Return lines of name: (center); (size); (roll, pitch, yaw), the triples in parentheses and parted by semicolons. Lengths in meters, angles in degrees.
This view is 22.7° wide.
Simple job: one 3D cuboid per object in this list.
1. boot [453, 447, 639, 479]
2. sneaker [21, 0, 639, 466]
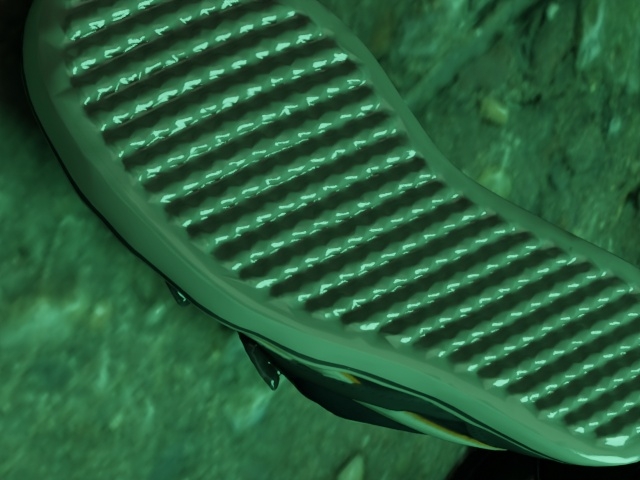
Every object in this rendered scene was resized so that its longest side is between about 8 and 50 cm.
boot: (0.129, 0.137, 0.861); (0.121, 0.099, 0.045); (-51, 134, -20)
sneaker: (0.000, 0.000, 0.663); (0.321, 0.127, 0.126); (36, 71, -23)
